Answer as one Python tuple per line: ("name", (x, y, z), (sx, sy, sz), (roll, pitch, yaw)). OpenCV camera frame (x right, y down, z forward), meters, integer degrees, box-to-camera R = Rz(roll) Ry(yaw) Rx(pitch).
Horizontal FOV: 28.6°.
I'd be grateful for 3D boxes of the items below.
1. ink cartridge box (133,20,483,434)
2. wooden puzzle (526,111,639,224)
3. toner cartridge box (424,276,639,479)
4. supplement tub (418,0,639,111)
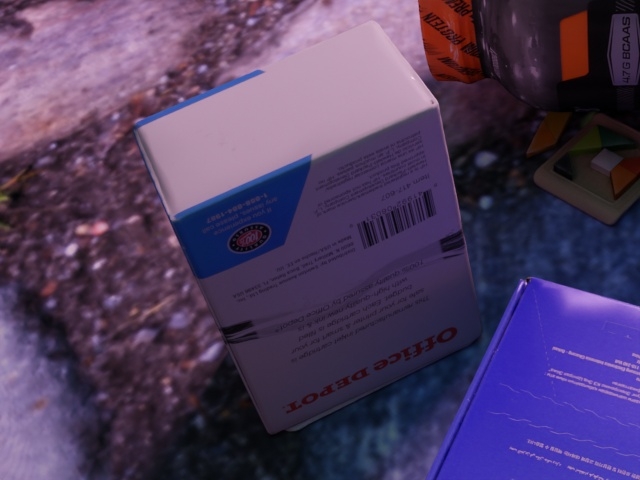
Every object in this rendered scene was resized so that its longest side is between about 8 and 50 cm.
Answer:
("ink cartridge box", (0.000, 0.000, 0.715), (0.148, 0.203, 0.086), (-24, 49, -6))
("wooden puzzle", (0.187, -0.050, 0.830), (0.116, 0.014, 0.078), (26, 63, 29))
("toner cartridge box", (0.236, 0.144, 0.626), (0.347, 0.075, 0.165), (16, 60, 25))
("supplement tub", (0.239, -0.186, 0.800), (0.338, 0.207, 0.207), (0, 53, 14))
